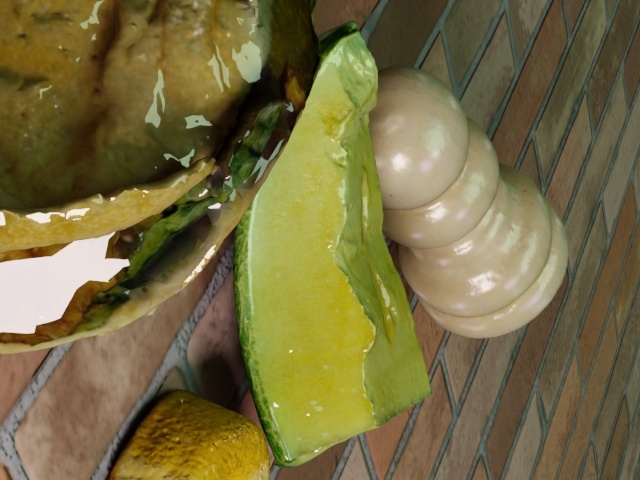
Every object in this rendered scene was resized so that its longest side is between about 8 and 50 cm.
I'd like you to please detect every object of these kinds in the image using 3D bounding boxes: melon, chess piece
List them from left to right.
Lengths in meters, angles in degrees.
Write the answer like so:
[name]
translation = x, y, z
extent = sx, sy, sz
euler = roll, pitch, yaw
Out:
[melon]
translation = 0.000, 0.000, 1.118
extent = 0.196, 0.124, 0.323
euler = -20, 103, -71
[chess piece]
translation = 0.113, -0.046, 1.328
extent = 0.299, 0.167, 0.167
euler = 50, 48, -51

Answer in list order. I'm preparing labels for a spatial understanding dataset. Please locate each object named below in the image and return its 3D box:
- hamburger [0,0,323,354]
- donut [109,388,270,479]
[hamburger]
translation = -0.135, -0.097, 0.643
extent = 0.284, 0.266, 0.134
euler = -58, 171, -22
[donut]
translation = -0.087, 0.196, 1.014
extent = 0.162, 0.066, 0.178
euler = 68, 34, -44
